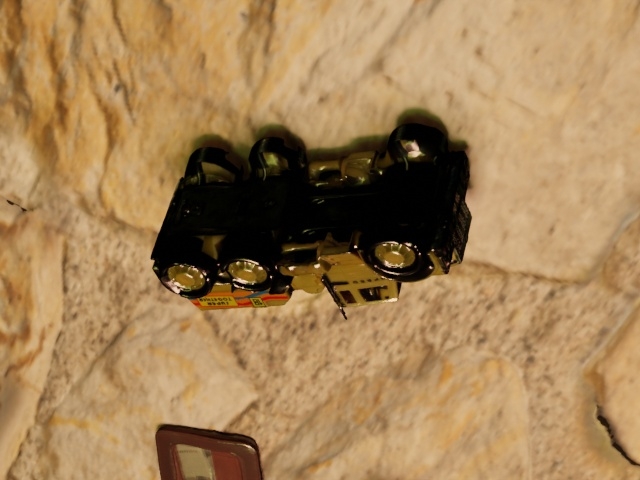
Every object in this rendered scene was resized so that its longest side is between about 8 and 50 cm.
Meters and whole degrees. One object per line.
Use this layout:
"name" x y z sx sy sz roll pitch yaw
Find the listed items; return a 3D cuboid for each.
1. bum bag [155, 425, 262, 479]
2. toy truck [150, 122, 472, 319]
"bum bag" -0.100 0.244 1.869 0.109 0.026 0.159 7 123 19
"toy truck" 0.000 -0.003 1.567 0.257 0.127 0.127 -9 137 28
